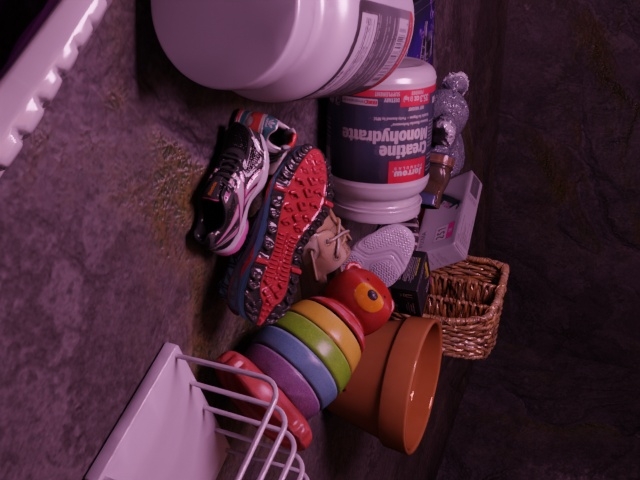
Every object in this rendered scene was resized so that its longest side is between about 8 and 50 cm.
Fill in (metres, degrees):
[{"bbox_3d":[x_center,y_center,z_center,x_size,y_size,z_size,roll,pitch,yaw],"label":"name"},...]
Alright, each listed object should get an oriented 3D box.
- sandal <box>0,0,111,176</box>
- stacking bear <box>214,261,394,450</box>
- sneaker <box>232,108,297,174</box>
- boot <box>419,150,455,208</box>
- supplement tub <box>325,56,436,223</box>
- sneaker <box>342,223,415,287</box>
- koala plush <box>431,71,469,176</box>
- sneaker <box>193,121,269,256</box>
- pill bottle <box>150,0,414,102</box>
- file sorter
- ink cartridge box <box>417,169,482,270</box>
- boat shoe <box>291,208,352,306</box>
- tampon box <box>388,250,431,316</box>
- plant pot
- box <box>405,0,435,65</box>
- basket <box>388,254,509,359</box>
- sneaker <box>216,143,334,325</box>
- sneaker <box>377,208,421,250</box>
[{"bbox_3d":[-0.249,-0.116,0.524,0.102,0.169,0.416,34,60,-24],"label":"sandal"},{"bbox_3d":[-0.002,0.154,1.107,0.289,0.175,0.164,-43,176,-25],"label":"stacking bear"},{"bbox_3d":[-0.066,-0.134,1.047,0.161,0.075,0.057,50,53,-64],"label":"sneaker"},{"bbox_3d":[0.157,-0.119,1.449,0.082,0.219,0.106,22,76,-48],"label":"boot"},{"bbox_3d":[0.104,-0.184,1.308,0.191,0.191,0.272,-42,137,-59],"label":"supplement tub"},{"bbox_3d":[0.079,0.046,1.377,0.268,0.101,0.153,-47,-172,27],"label":"sneaker"},{"bbox_3d":[0.241,-0.240,1.530,0.221,0.203,0.196,119,-7,-59],"label":"koala plush"},{"bbox_3d":[-0.119,-0.067,0.946,0.077,0.072,0.178,11,89,-68],"label":"sneaker"},{"bbox_3d":[-0.030,-0.277,0.887,0.363,0.210,0.210,-28,126,-64],"label":"pill bottle"},{"bbox_3d":[-0.132,0.304,0.939,0.277,0.173,0.193,78,30,-46],"label":"file sorter"},{"bbox_3d":[0.271,-0.032,1.811,0.060,0.239,0.275,47,42,-25],"label":"ink cartridge box"},{"bbox_3d":[0.000,0.000,1.206,0.121,0.110,0.341,-63,157,-45],"label":"boat shoe"},{"bbox_3d":[0.152,0.085,1.597,0.120,0.161,0.101,70,34,-55],"label":"tampon box"},{"bbox_3d":[0.130,0.295,1.580,0.291,0.203,0.290,9,90,-69],"label":"plant pot"},{"bbox_3d":[0.150,-0.391,1.466,0.261,0.103,0.184,-50,142,-53],"label":"box"},{"bbox_3d":[0.296,0.149,1.816,0.213,0.299,0.223,-20,120,-65],"label":"basket"},{"bbox_3d":[-0.077,-0.020,1.020,0.104,0.125,0.262,30,79,-40],"label":"sneaker"},{"bbox_3d":[0.202,-0.025,1.768,0.162,0.106,0.281,43,58,-69],"label":"sneaker"}]
